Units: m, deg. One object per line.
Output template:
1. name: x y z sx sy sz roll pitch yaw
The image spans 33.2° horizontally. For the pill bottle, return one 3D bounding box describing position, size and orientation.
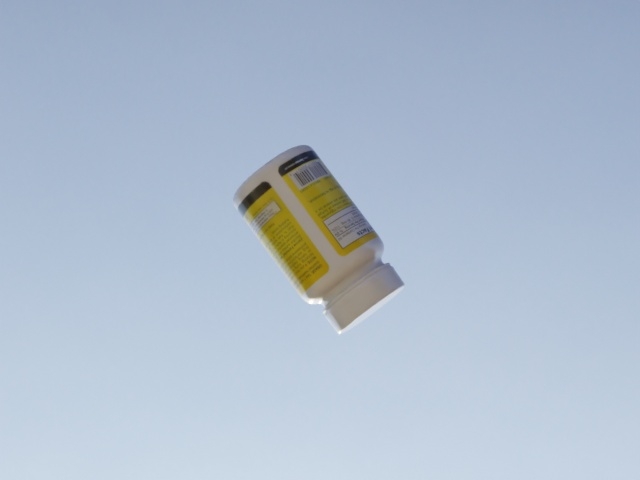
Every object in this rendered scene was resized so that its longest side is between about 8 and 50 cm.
1. pill bottle: 0.000 0.000 1.280 0.119 0.208 0.119 -35 -8 -6
